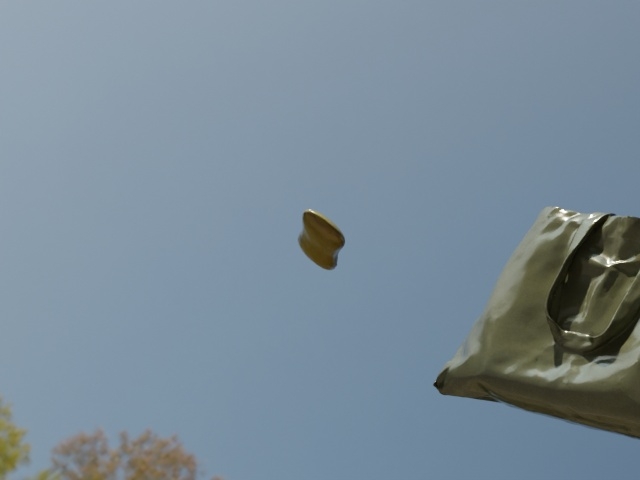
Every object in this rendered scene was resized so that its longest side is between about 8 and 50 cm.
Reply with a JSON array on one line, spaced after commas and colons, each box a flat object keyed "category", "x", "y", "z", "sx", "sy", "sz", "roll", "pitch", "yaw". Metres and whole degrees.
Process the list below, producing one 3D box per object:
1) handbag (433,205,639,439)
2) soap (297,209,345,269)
[{"category": "handbag", "x": 0.298, "y": 0.090, "z": 1.241, "sx": 0.315, "sy": 0.253, "sz": 0.109, "roll": 10, "pitch": -24, "yaw": 46}, {"category": "soap", "x": 0.000, "y": 0.000, "z": 0.763, "sx": 0.034, "sy": 0.012, "sz": 0.089, "roll": 40, "pitch": -15, "yaw": 6}]
